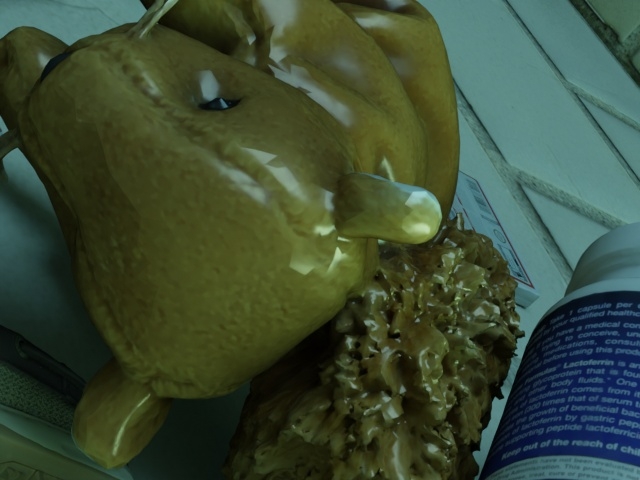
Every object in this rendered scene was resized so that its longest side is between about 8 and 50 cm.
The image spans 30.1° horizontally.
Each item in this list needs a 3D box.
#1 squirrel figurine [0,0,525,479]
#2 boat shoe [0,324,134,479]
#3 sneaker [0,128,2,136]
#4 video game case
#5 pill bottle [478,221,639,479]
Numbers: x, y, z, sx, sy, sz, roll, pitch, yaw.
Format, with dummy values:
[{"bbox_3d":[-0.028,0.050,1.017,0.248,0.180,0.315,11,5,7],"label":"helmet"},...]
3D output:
[{"bbox_3d":[-0.008,0.005,0.653,0.397,0.281,0.370,55,7,-13],"label":"squirrel figurine"},{"bbox_3d":[-0.208,0.062,0.552,0.285,0.103,0.092,33,20,-28],"label":"boat shoe"},{"bbox_3d":[-0.268,-0.148,0.786,0.103,0.111,0.252,10,40,-50],"label":"sneaker"},{"bbox_3d":[0.101,-0.048,1.277,0.285,0.025,0.204,25,30,-34],"label":"video game case"},{"bbox_3d":[0.178,0.116,0.681,0.153,0.153,0.264,38,46,-9],"label":"pill bottle"}]
